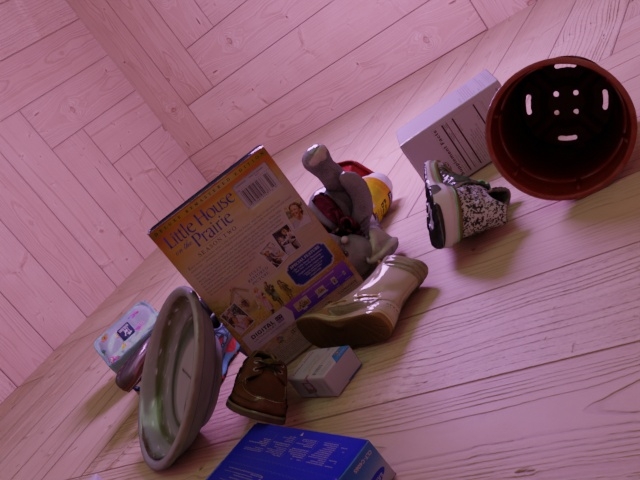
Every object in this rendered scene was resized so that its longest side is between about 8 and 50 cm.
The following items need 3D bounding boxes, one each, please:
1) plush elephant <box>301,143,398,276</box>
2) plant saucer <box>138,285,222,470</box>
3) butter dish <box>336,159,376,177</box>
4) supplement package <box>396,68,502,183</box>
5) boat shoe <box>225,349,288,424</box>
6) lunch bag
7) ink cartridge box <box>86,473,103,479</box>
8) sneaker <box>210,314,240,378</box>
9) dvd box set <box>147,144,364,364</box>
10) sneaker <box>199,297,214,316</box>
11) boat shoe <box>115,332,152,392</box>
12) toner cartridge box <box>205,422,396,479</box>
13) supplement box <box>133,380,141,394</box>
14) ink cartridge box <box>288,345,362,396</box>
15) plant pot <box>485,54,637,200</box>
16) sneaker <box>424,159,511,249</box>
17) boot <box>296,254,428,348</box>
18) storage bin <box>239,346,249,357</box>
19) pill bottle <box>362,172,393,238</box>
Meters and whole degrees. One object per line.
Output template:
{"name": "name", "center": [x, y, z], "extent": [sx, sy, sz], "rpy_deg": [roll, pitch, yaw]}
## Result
{"name": "plush elephant", "center": [0.039, -0.013, 1.844], "extent": [0.272, 0.330, 0.255], "rpy_deg": [-44, 33, 27]}
{"name": "plant saucer", "center": [-0.301, 0.305, 1.691], "extent": [0.400, 0.100, 0.401], "rpy_deg": [-37, 47, 53]}
{"name": "butter dish", "center": [0.104, -0.166, 2.356], "extent": [0.160, 0.160, 0.118], "rpy_deg": [-3, 59, 65]}
{"name": "supplement package", "center": [0.367, -0.281, 1.992], "extent": [0.293, 0.175, 0.177], "rpy_deg": [-33, 17, 14]}
{"name": "boat shoe", "center": [-0.118, 0.272, 1.460], "extent": [0.307, 0.110, 0.105], "rpy_deg": [-177, 105, -77]}
{"name": "lunch bag", "center": [-0.583, 0.308, 2.388], "extent": [0.223, 0.160, 0.262], "rpy_deg": [-43, 9, -12]}
{"name": "ink cartridge box", "center": [-0.466, 0.562, 1.539], "extent": [0.090, 0.092, 0.143], "rpy_deg": [-37, 17, -1]}
{"name": "sneaker", "center": [-0.291, 0.280, 1.909], "extent": [0.104, 0.125, 0.262], "rpy_deg": [-29, 17, 29]}
{"name": "dvd box set", "center": [-0.122, 0.050, 1.651], "extent": [0.307, 0.420, 0.062], "rpy_deg": [-39, 15, -2]}
{"name": "sneaker", "center": [-0.371, 0.246, 2.197], "extent": [0.079, 0.121, 0.217], "rpy_deg": [-20, 22, 49]}
{"name": "boat shoe", "center": [-0.464, 0.336, 2.128], "extent": [0.123, 0.116, 0.324], "rpy_deg": [-44, 6, 20]}
{"name": "toner cartridge box", "center": [-0.052, 0.379, 1.184], "extent": [0.165, 0.075, 0.347], "rpy_deg": [-47, 18, -28]}
{"name": "supplement box", "center": [-0.423, 0.384, 1.977], "extent": [0.083, 0.083, 0.056], "rpy_deg": [-46, 17, -27]}
{"name": "ink cartridge box", "center": [0.007, 0.253, 1.466], "extent": [0.122, 0.052, 0.088], "rpy_deg": [-15, 26, 52]}
{"name": "plant pot", "center": [0.485, -0.251, 1.527], "extent": [0.272, 0.272, 0.265], "rpy_deg": [-29, 10, 28]}
{"name": "sneaker", "center": [0.324, -0.083, 1.683], "extent": [0.181, 0.158, 0.410], "rpy_deg": [-3, 20, 6]}
{"name": "boot", "center": [0.086, 0.125, 1.580], "extent": [0.262, 0.095, 0.203], "rpy_deg": [-17, 25, 47]}
{"name": "storage bin", "center": [-0.128, 0.225, 1.803], "extent": [0.135, 0.098, 0.091], "rpy_deg": [-51, -7, -39]}
{"name": "pill bottle", "center": [0.128, -0.101, 2.110], "extent": [0.117, 0.117, 0.215], "rpy_deg": [-25, 20, 38]}
